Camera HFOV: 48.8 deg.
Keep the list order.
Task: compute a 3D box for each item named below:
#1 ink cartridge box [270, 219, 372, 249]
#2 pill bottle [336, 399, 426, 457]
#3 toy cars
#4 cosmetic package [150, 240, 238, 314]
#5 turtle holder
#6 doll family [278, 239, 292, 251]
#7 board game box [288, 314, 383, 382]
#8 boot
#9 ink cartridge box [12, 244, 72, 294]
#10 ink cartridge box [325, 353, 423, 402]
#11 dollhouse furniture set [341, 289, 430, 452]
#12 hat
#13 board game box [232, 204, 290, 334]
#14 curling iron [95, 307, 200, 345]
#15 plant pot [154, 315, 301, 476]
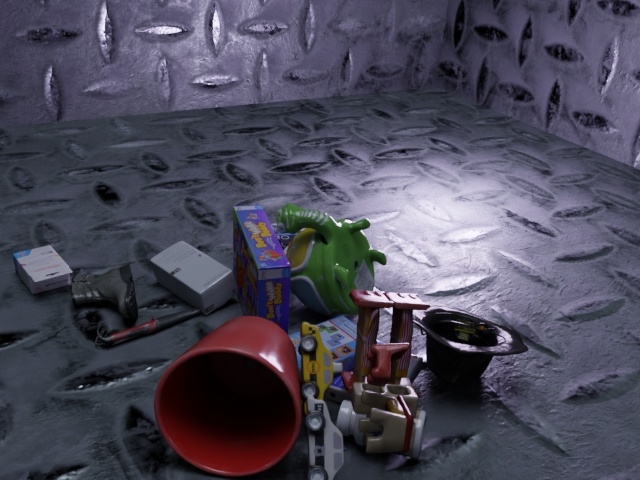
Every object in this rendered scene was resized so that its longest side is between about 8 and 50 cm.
[{"bbox_3d":[0.000,0.000,2.170,0.332,0.065,0.165,-3,27,-15],"label":"ink cartridge box"},{"bbox_3d":[0.121,0.370,1.410,0.169,0.094,0.094,9,27,14],"label":"pill bottle"},{"bbox_3d":[0.007,0.321,1.362,0.087,0.177,0.394,-1,34,-4],"label":"toy cars"},{"bbox_3d":[-0.338,0.096,1.884,0.231,0.086,0.117,24,47,38],"label":"cosmetic package"},{"bbox_3d":[0.006,0.062,1.804,0.227,0.244,0.320,-4,-18,30],"label":"turtle holder"},{"bbox_3d":[-0.107,0.059,1.988,0.111,0.076,0.193,-21,60,-6],"label":"doll family"},{"bbox_3d":[0.012,0.248,1.616,0.211,0.039,0.160,-15,28,-31],"label":"board game box"},{"bbox_3d":[-0.557,0.145,1.806,0.161,0.084,0.246,-11,24,-14],"label":"boot"},{"bbox_3d":[-0.743,0.085,1.896,0.104,0.062,0.181,-16,33,-34],"label":"ink cartridge box"},{"bbox_3d":[0.100,0.301,1.599,0.208,0.045,0.206,14,28,25],"label":"ink cartridge box"},{"bbox_3d":[0.143,0.232,1.341,0.152,0.201,0.374,5,9,-6],"label":"dollhouse furniture set"},{"bbox_3d":[0.314,0.252,1.632,0.331,0.134,0.331,14,10,-3],"label":"hat"},{"bbox_3d":[-0.156,0.085,1.787,0.078,0.234,0.347,-4,27,-16],"label":"board game box"},{"bbox_3d":[-0.422,0.203,1.735,0.274,0.035,0.068,-15,32,-32],"label":"curling iron"},{"bbox_3d":[-0.158,0.284,1.395,0.274,0.275,0.243,6,16,5],"label":"plant pot"}]
